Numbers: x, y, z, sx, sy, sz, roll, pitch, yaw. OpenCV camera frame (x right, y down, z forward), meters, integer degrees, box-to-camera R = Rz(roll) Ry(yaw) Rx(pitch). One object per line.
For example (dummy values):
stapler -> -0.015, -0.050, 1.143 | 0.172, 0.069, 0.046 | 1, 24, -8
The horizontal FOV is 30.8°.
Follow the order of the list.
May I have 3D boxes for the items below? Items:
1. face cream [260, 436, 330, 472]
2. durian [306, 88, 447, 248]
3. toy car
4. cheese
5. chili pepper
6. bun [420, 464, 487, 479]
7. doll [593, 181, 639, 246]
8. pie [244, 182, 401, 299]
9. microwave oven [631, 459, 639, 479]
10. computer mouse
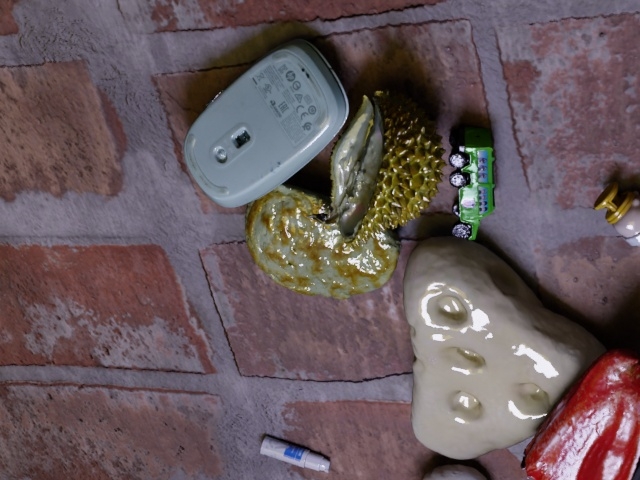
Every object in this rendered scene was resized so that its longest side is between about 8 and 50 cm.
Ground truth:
face cream -> -0.043, 0.389, 2.096 | 0.130, 0.034, 0.034 | 17, 129, 13
durian -> 0.091, -0.085, 1.602 | 0.138, 0.193, 0.237 | 7, 145, -29
toy car -> 0.213, -0.079, 1.625 | 0.063, 0.071, 0.165 | -1, 124, 8
cheese -> 0.214, 0.183, 1.769 | 0.351, 0.129, 0.328 | 37, 128, -8
chili pepper -> 0.399, 0.258, 1.623 | 0.144, 0.136, 0.252 | 46, 132, 30
bun -> 0.218, 0.424, 1.975 | 0.138, 0.094, 0.138 | -9, 134, -9
doll -> 0.438, -0.031, 1.563 | 0.127, 0.073, 0.084 | 37, 98, -2
pie -> 0.000, 0.000, 1.762 | 0.248, 0.090, 0.201 | 21, 133, 7
microwave oven -> 0.549, 0.328, 1.692 | 0.178, 0.188, 0.247 | 20, 129, 9
computer mouse -> -0.078, -0.162, 1.671 | 0.288, 0.097, 0.159 | -37, 80, 26
